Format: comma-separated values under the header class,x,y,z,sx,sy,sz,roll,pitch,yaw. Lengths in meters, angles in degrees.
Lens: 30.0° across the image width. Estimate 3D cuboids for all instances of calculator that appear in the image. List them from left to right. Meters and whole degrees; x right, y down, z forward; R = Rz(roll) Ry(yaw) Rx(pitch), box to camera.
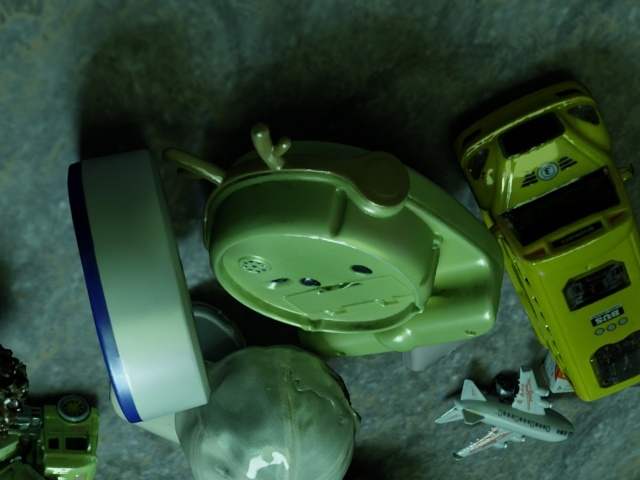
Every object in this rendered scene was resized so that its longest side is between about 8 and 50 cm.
class,x,y,z,sx,sy,sz,roll,pitch,yaw
calculator,0.128,0.084,1.253,0.100,0.032,0.175,-30,154,-10

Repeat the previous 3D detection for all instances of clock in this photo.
class,x,y,z,sx,sy,sz,roll,pitch,yaw
clock,-0.155,0.038,1.032,0.083,0.230,0.230,-13,135,-9
clock,0.000,0.000,1.074,0.235,0.096,0.308,-13,143,40

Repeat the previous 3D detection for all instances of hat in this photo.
class,x,y,z,sx,sy,sz,roll,pitch,yaw
hat,-0.097,0.189,1.227,0.275,0.161,0.232,10,138,25

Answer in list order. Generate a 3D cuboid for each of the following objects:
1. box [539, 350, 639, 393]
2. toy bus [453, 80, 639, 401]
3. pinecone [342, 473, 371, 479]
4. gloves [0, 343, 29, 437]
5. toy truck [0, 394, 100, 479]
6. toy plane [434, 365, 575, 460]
class,x,y,z,sx,sy,sz,roll,pitch,yaw
box,0.372,0.142,1.412,0.218,0.039,0.055,-2,134,-14
toy bus,0.251,0.007,1.173,0.145,0.151,0.331,-25,133,7
pinecone,0.017,0.391,1.433,0.221,0.221,0.221,-8,134,-8
gloves,-0.410,0.095,1.078,0.210,0.135,0.312,-38,131,21
toy truck,-0.325,0.226,1.240,0.191,0.116,0.085,7,132,-21
toy plane,0.227,0.206,1.413,0.171,0.065,0.162,10,129,-27
